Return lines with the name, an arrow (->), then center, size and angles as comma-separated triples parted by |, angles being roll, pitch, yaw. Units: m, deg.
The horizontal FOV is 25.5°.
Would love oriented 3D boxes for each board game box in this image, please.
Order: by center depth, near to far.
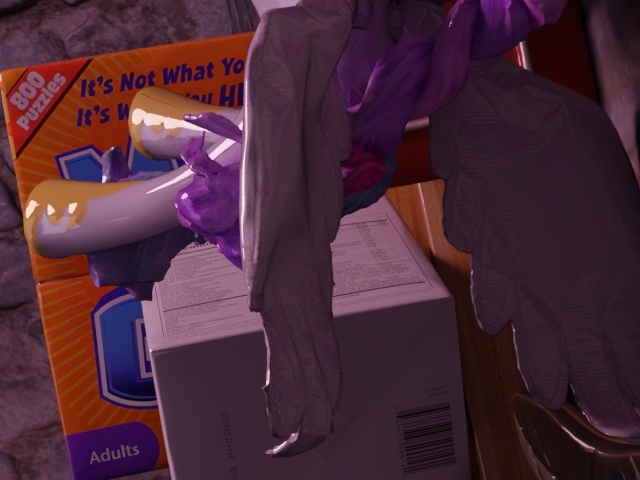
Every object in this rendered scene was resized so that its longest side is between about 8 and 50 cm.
board game box -> -0.096, -0.012, 1.364 | 0.356, 0.356, 0.356 | -153, 54, -78

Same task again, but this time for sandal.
sandal -> 0.169, 0.121, 0.734 | 0.219, 0.060, 0.090 | -4, 102, 69

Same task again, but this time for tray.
tray -> 0.107, 0.046, 1.050 | 0.203, 0.076, 0.411 | 105, 154, -73

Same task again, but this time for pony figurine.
pony figurine -> 0.007, -0.075, 0.689 | 0.363, 0.302, 0.351 | -7, 82, 40

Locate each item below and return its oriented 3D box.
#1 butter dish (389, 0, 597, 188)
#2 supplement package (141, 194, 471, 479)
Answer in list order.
butter dish -> 0.081, -0.114, 0.850 | 0.118, 0.160, 0.160 | 9, -109, -73
supplement package -> -0.021, 0.091, 1.027 | 0.263, 0.198, 0.199 | -116, 17, -66
